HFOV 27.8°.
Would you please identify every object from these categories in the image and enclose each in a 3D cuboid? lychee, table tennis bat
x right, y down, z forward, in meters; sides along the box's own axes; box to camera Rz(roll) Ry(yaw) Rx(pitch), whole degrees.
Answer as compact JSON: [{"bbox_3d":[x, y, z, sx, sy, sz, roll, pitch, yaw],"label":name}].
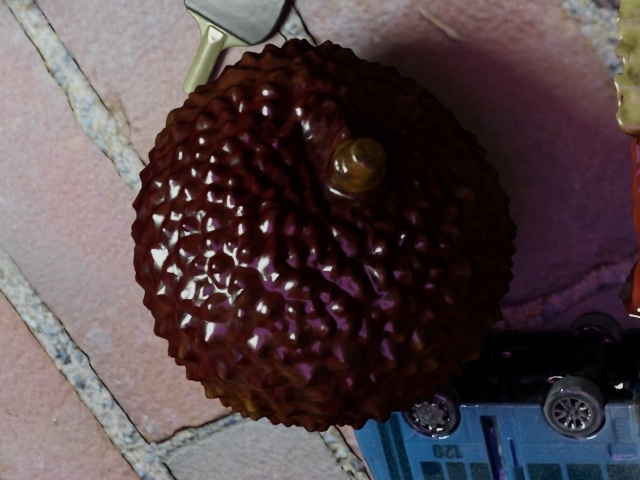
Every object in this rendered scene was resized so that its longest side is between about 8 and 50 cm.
[{"bbox_3d":[0.000,0.000,0.913,0.276,0.275,0.304,37,153,2],"label":"lychee"},{"bbox_3d":[-0.074,-0.176,1.001,0.087,0.013,0.156,32,124,5],"label":"table tennis bat"}]

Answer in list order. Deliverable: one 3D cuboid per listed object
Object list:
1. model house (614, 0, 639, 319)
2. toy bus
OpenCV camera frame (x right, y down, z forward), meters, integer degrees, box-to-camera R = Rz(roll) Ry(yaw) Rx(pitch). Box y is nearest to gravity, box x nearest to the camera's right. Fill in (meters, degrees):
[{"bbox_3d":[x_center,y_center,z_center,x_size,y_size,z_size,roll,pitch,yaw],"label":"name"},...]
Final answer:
[{"bbox_3d":[0.285,-0.088,0.796,0.196,0.160,0.254,3,116,23],"label":"model house"},{"bbox_3d":[0.147,0.141,1.008,0.234,0.116,0.133,-4,118,24],"label":"toy bus"}]
